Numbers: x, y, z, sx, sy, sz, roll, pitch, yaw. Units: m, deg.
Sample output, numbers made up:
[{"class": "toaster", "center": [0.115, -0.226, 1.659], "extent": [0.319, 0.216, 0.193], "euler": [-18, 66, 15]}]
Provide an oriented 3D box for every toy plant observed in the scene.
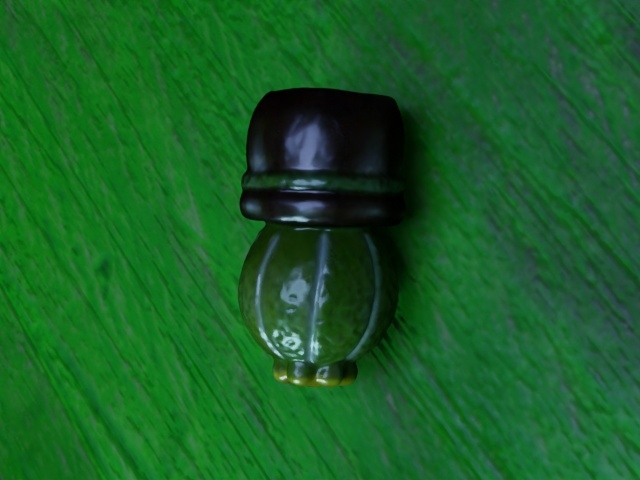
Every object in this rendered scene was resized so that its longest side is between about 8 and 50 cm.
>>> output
[{"class": "toy plant", "center": [0.000, 0.000, 0.758], "extent": [0.092, 0.093, 0.162], "euler": [5, 91, 32]}]
